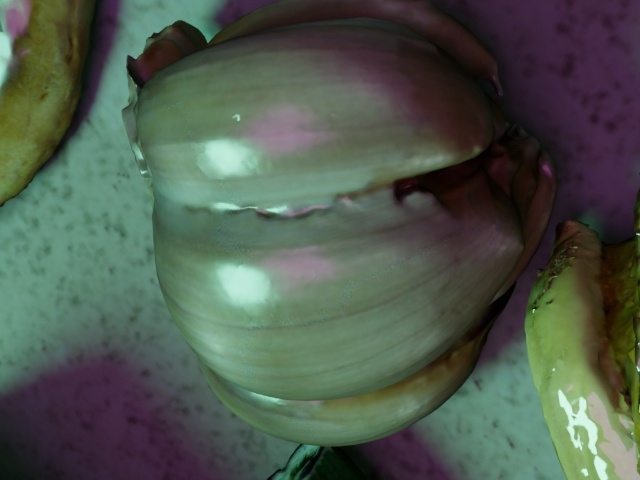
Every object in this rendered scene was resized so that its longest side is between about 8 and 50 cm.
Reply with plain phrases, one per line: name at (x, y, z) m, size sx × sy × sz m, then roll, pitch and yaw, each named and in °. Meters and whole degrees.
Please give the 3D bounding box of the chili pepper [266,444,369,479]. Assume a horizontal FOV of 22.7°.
chili pepper at (0.050, 0.235, 0.776) m, size 0.270 × 0.136 × 0.099 m, roll 45°, pitch 151°, yaw -3°

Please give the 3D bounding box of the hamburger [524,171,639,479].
hamburger at (0.171, 0.100, 0.682) m, size 0.124 × 0.131 × 0.262 m, roll -18°, pitch 103°, yaw 23°

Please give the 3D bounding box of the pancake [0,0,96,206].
pancake at (-0.185, -0.121, 0.785) m, size 0.212 × 0.056 × 0.257 m, roll -18°, pitch 99°, yaw 23°

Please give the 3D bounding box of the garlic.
garlic at (0.000, 0.000, 0.698) m, size 0.191 × 0.160 × 0.214 m, roll 3°, pitch 103°, yaw 24°
